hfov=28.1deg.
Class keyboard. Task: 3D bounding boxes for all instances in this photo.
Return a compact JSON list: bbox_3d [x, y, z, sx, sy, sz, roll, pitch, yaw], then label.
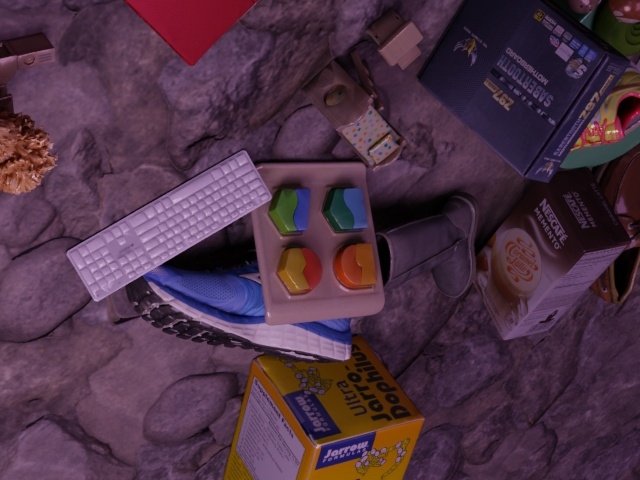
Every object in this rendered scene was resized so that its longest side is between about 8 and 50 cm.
[{"bbox_3d":[-0.186,-0.020,1.582,0.256,0.014,0.072,-31,102,-11],"label":"keyboard"}]

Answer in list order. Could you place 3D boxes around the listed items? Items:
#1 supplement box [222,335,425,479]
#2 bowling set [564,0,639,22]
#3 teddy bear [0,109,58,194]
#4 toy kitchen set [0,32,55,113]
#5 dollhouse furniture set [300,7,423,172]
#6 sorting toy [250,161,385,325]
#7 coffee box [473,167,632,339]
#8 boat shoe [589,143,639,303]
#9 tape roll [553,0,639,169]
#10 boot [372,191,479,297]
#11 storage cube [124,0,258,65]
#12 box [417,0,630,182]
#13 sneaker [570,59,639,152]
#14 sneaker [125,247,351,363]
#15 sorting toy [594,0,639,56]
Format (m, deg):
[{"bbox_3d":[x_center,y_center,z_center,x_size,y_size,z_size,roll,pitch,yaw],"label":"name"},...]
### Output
[{"bbox_3d":[-0.010,0.352,1.961,0.195,0.194,0.356,-10,133,-31],"label":"supplement box"},{"bbox_3d":[0.302,-0.331,1.536,0.287,0.199,0.154,12,148,-41],"label":"bowling set"},{"bbox_3d":[-0.405,-0.128,1.213,0.245,0.113,0.338,1,147,15],"label":"teddy bear"},{"bbox_3d":[-0.311,-0.158,1.337,0.075,0.068,0.083,-18,136,-25],"label":"toy kitchen set"},{"bbox_3d":[0.099,-0.171,1.623,0.161,0.101,0.182,-43,141,4],"label":"dollhouse furniture set"},{"bbox_3d":[0.000,0.000,1.667,0.193,0.038,0.208,-3,85,-36],"label":"sorting toy"},{"bbox_3d":[0.336,0.022,1.912,0.098,0.141,0.246,-9,149,-31],"label":"coffee box"},{"bbox_3d":[0.497,-0.031,2.068,0.111,0.104,0.307,-20,137,-22],"label":"boat shoe"},{"bbox_3d":[0.408,-0.252,1.812,0.321,0.077,0.321,-21,137,-21],"label":"tape roll"},{"bbox_3d":[0.143,0.035,1.835,0.208,0.076,0.189,-35,134,-44],"label":"boot"},{"bbox_3d":[-0.147,-0.321,1.207,0.184,0.215,0.193,-43,148,3],"label":"storage cube"},{"bbox_3d":[0.247,-0.212,1.598,0.059,0.232,0.183,7,123,-45],"label":"box"},{"bbox_3d":[0.365,-0.160,1.730,0.208,0.094,0.081,-37,143,-1],"label":"sneaker"},{"bbox_3d":[-0.103,0.067,1.691,0.330,0.130,0.147,16,74,-30],"label":"sneaker"},{"bbox_3d":[0.465,-0.276,1.672,0.366,0.126,0.127,-24,141,-20],"label":"sorting toy"}]
